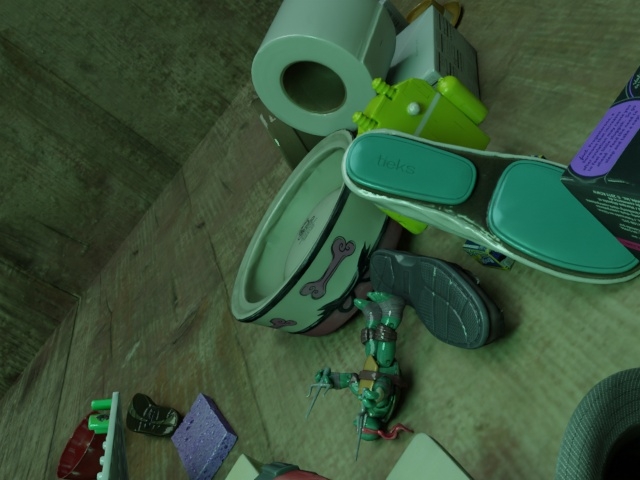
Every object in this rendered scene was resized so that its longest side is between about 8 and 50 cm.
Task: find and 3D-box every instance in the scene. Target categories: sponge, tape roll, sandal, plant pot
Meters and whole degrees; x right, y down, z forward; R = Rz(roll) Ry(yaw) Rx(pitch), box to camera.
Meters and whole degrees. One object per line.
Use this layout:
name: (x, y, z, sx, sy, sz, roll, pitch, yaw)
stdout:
sponge: (-0.239, 0.400, 1.320, 0.117, 0.031, 0.210, -56, 24, -6)
tape roll: (0.009, -0.344, 1.245, 0.246, 0.246, 0.169, -25, 38, 47)
sandal: (-0.388, 0.419, 1.539, 0.219, 0.060, 0.090, -3, 60, 42)
plant pot: (-0.005, -0.285, 1.596, 0.229, 0.263, 0.263, -31, 27, 3)

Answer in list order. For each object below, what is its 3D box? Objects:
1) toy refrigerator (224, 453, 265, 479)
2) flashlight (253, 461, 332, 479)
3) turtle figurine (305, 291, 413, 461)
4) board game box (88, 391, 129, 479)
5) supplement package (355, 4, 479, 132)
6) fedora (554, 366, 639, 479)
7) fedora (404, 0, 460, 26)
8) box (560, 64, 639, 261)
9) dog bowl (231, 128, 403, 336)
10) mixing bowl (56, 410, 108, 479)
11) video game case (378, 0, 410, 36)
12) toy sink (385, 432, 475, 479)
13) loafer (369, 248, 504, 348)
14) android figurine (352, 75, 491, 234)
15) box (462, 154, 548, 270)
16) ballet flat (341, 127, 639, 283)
toy refrigerator: (-0.048, 0.400, 0.899, 0.094, 0.102, 0.269, -58, 24, -9)
flashlight: (0.027, 0.276, 0.609, 0.304, 0.103, 0.103, -16, 46, 57)
turtle figurine: (0.066, 0.197, 0.942, 0.175, 0.118, 0.234, -17, 56, 56)
board game box: (-0.350, 0.518, 1.060, 0.390, 0.050, 0.390, -116, 26, -63)
supplement package: (0.200, -0.310, 1.333, 0.204, 0.145, 0.262, -35, 30, 35)
fedora: (0.260, 0.245, 0.472, 0.124, 0.244, 0.275, 110, 166, -50)
fedora: (0.253, -0.529, 1.604, 0.194, 0.079, 0.194, -41, 28, 27)
box: (0.360, -0.025, 0.526, 0.165, 0.270, 0.143, -54, 25, -1)
dog bowl: (0.000, 0.000, 1.230, 0.408, 0.150, 0.408, -50, 21, 27)
mixing bowl: (-0.576, 0.536, 1.657, 0.181, 0.098, 0.181, -40, 27, 26)
video game case: (0.145, -0.408, 1.483, 0.193, 0.212, 0.023, -50, 41, 8)
toy sink: (0.116, 0.342, 0.650, 0.234, 0.131, 0.153, -58, 25, 1)
loafer: (0.177, 0.068, 0.948, 0.302, 0.095, 0.109, -151, 59, -63)
android figurine: (0.165, -0.141, 1.020, 0.248, 0.273, 0.056, -58, 23, -12)
box: (0.280, -0.042, 0.952, 0.169, 0.054, 0.059, -58, 25, -10)
ballet flat: (0.220, -0.047, 0.858, 0.400, 0.139, 0.139, 20, 70, 20)
